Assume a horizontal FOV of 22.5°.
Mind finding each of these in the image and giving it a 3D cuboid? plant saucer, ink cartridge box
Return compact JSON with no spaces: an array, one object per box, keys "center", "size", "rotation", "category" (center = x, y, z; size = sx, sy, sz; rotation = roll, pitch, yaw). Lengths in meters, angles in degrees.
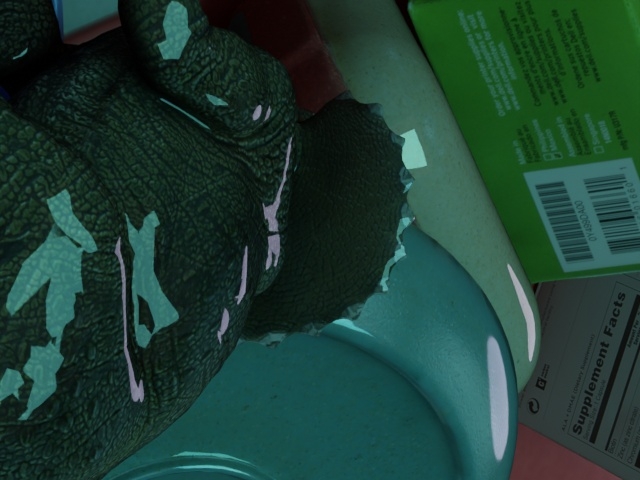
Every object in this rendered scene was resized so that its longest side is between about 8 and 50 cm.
[{"center":[-0.062,0.115,0.652],"size":[0.317,0.044,0.318],"rotation":[-9,127,-13],"category":"plant saucer"},{"center":[0.137,-0.135,0.804],"size":[0.255,0.097,0.189],"rotation":[-75,148,-41],"category":"ink cartridge box"}]

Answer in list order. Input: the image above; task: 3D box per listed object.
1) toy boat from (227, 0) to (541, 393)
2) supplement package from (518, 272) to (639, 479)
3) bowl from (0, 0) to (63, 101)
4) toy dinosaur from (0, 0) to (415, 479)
[{"center":[0.000,0.000,0.715],"size":[0.151,0.151,0.231],"rotation":[-26,129,4],"category":"toy boat"},{"center":[0.265,0.037,0.949],"size":[0.262,0.145,0.204],"rotation":[7,104,-45],"category":"supplement package"},{"center":[-0.224,-0.045,0.359],"size":[0.391,0.077,0.391],"rotation":[-16,110,-51],"category":"bowl"},{"center":[-0.070,0.001,0.415],"size":[0.313,0.121,0.160],"rotation":[-44,117,-46],"category":"toy dinosaur"}]
